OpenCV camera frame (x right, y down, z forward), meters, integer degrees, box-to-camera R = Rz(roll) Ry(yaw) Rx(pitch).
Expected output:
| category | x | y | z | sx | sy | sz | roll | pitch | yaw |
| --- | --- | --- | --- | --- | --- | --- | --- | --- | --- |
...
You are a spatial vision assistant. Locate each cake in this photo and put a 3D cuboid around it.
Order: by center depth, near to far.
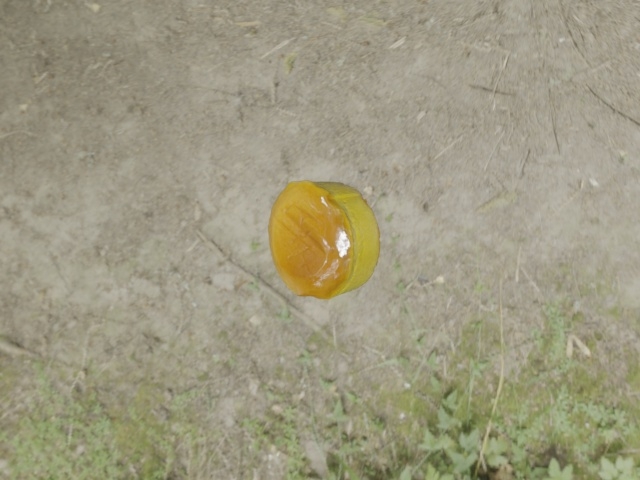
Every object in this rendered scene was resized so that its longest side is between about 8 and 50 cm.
| category | x | y | z | sx | sy | sz | roll | pitch | yaw |
| --- | --- | --- | --- | --- | --- | --- | --- | --- | --- |
| cake | 0.000 | 0.000 | 0.498 | 0.084 | 0.044 | 0.084 | 10 | 103 | 46 |
